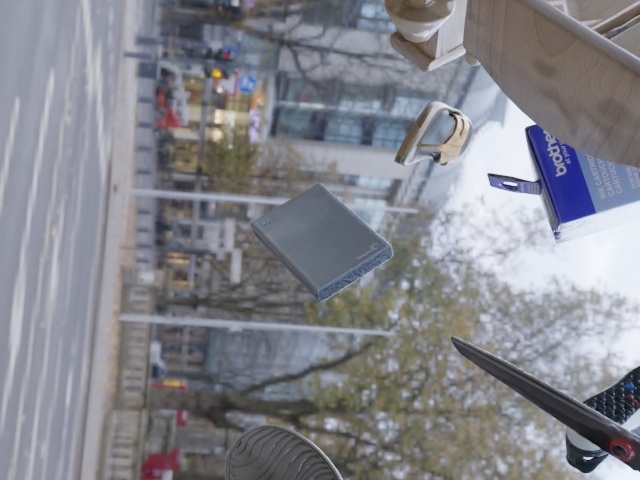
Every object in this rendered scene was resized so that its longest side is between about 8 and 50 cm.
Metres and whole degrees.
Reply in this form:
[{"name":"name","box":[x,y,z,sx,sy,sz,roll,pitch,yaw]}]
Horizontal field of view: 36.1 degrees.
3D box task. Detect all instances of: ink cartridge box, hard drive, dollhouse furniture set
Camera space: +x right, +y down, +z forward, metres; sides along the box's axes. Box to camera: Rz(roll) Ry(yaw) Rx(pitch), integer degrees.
[{"name":"ink cartridge box","box":[0.438,-0.111,1.371,0.270,0.396,0.151,25,46,-76]},{"name":"hard drive","box":[0.000,0.000,1.039,0.135,0.094,0.022,44,-22,41]},{"name":"dollhouse furniture set","box":[0.218,-0.133,0.620,0.355,0.303,0.173,44,-28,31]}]

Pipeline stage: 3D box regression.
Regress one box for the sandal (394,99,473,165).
[{"name":"sandal","box":[0.133,-0.105,1.040,0.180,0.049,0.072,-7,126,-63]}]

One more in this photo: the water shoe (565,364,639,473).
[{"name":"water shoe","box":[0.363,0.201,1.137,0.073,0.203,0.080,52,-29,44]}]

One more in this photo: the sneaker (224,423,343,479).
[{"name":"sneaker","box":[0.003,0.243,0.711,0.222,0.083,0.118,51,-19,32]}]

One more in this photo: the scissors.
[{"name":"scissors","box":[0.213,0.134,0.618,0.297,0.021,0.109,44,-41,18]}]
